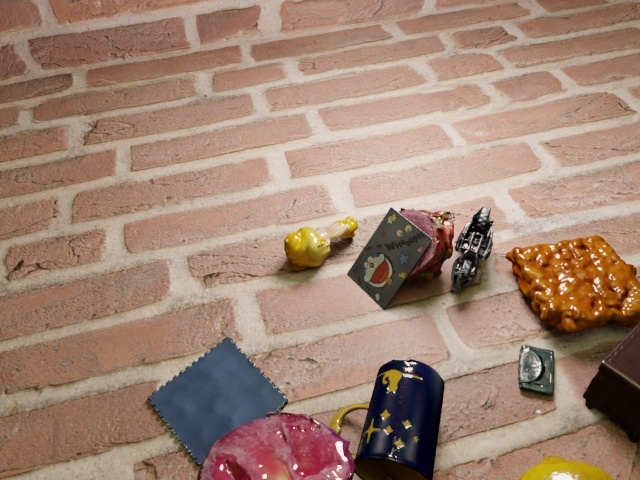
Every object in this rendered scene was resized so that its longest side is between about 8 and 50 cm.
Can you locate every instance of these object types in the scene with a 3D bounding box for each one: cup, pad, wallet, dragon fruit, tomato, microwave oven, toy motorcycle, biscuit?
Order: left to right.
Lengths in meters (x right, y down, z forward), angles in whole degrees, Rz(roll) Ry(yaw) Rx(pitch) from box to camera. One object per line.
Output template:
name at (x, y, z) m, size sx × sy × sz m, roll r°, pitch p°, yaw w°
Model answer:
pad at (-0.260, 0.401, 1.395) m, size 0.269 × 0.012 × 0.270 m, roll -34°, pitch 55°, yaw -24°
tomato at (-0.085, 0.524, 1.180) m, size 0.335 × 0.176 × 0.289 m, roll -21°, pitch 30°, yaw -15°
cup at (0.146, 0.408, 1.263) m, size 0.255 × 0.178 × 0.256 m, roll 11°, pitch 48°, yaw 10°
pad at (0.190, 0.047, 1.571) m, size 0.006 × 0.245 × 0.170 m, roll 9°, pitch 28°, yaw -52°
dragon fruit at (0.291, 0.009, 1.592) m, size 0.282 × 0.147 × 0.210 m, roll -34°, pitch 65°, yaw 28°
toy motorcycle at (0.440, 0.032, 1.615) m, size 0.106 × 0.159 × 0.270 m, roll 21°, pitch 69°, yaw 12°
wallet at (0.552, 0.327, 1.410) m, size 0.089 × 0.026 × 0.129 m, roll 11°, pitch 50°, yaw 12°
biscuit at (0.714, 0.119, 1.533) m, size 0.312 × 0.110 × 0.318 m, roll -8°, pitch 49°, yaw -7°
microwave oven at (0.781, 0.323, 1.303) m, size 0.247 × 0.178 × 0.188 m, roll -35°, pitch 56°, yaw -24°

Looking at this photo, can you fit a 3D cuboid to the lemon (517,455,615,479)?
lemon at (0.490, 0.568, 1.058) m, size 0.261 × 0.260 × 0.284 m, roll -17°, pitch 40°, yaw -12°

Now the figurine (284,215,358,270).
figurine at (0.000, 0.000, 1.664) m, size 0.246 × 0.131 × 0.156 m, roll -26°, pitch 18°, yaw -17°
